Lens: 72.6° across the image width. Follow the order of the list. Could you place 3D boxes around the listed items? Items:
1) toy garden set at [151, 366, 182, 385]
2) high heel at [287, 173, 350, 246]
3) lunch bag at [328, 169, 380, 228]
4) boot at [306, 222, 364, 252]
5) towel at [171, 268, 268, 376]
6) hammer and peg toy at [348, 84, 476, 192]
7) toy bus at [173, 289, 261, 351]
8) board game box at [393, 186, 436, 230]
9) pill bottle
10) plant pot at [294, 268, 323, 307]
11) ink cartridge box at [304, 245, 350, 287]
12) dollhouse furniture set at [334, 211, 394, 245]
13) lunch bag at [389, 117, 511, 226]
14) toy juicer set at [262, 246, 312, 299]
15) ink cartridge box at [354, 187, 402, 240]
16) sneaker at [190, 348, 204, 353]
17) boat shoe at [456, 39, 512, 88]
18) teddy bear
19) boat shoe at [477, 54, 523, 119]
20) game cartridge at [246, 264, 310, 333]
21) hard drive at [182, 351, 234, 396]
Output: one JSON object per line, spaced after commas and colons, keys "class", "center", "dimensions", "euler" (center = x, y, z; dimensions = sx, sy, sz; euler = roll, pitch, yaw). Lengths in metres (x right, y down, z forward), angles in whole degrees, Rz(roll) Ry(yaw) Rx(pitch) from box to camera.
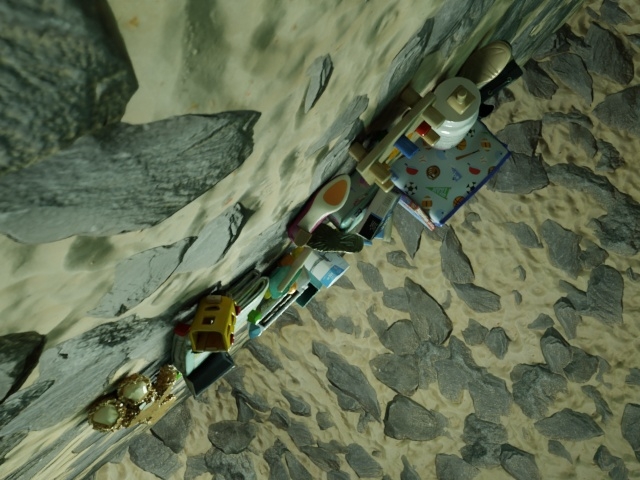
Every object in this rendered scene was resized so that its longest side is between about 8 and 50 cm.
{"class": "toy garden set", "center": [-0.587, 0.521, 1.517], "dimensions": [0.204, 0.049, 0.244], "euler": [-44, 174, -24]}
{"class": "high heel", "center": [-0.007, -0.092, 1.231], "dimensions": [0.243, 0.082, 0.117], "euler": [-58, -160, 8]}
{"class": "lunch bag", "center": [0.122, -0.137, 1.477], "dimensions": [0.224, 0.108, 0.279], "euler": [-44, 173, -1]}
{"class": "boot", "center": [0.000, 0.000, 1.522], "dimensions": [0.270, 0.237, 0.089], "euler": [-178, -76, -71]}
{"class": "towel", "center": [-0.319, 0.267, 1.382], "dimensions": [0.321, 0.090, 0.374], "euler": [-39, 172, -33]}
{"class": "hammer and peg toy", "center": [0.237, -0.295, 1.139], "dimensions": [0.361, 0.127, 0.266], "euler": [-46, 171, 9]}
{"class": "toy bus", "center": [-0.266, 0.187, 1.114], "dimensions": [0.191, 0.202, 0.104], "euler": [-32, 136, -34]}
{"class": "board game box", "center": [0.314, -0.150, 1.642], "dimensions": [0.027, 0.281, 0.145], "euler": [-47, 132, 8]}
{"class": "pill bottle", "center": [0.405, -0.396, 1.379], "dimensions": [0.160, 0.160, 0.283], "euler": [-45, 173, 3]}
{"class": "plant pot", "center": [-0.049, 0.140, 1.939], "dimensions": [0.234, 0.166, 0.165], "euler": [-47, 177, -47]}
{"class": "ink cartridge box", "center": [0.007, 0.083, 1.769], "dimensions": [0.082, 0.191, 0.140], "euler": [-50, 172, 27]}
{"class": "dollhouse furniture set", "center": [0.145, -0.132, 1.796], "dimensions": [0.304, 0.198, 0.285], "euler": [8, 90, -52]}
{"class": "lunch bag", "center": [0.462, -0.293, 1.627], "dimensions": [0.385, 0.328, 0.239], "euler": [-47, 178, 7]}
{"class": "toy juicer set", "center": [-0.091, 0.108, 1.435], "dimensions": [0.209, 0.089, 0.329], "euler": [-49, -169, -18]}
{"class": "ink cartridge box", "center": [0.206, -0.100, 1.466], "dimensions": [0.165, 0.065, 0.333], "euler": [-62, 172, 15]}
{"class": "sneaker", "center": [-0.291, 0.265, 1.127], "dimensions": [0.098, 0.038, 0.069], "euler": [-36, -175, 2]}
{"class": "boat shoe", "center": [0.508, -0.543, 1.394], "dimensions": [0.092, 0.103, 0.285], "euler": [-47, 179, -24]}
{"class": "teddy bear", "center": [-0.535, 0.453, 1.249], "dimensions": [0.245, 0.113, 0.338], "euler": [-51, 166, -3]}
{"class": "boat shoe", "center": [0.582, -0.523, 1.705], "dimensions": [0.187, 0.156, 0.500], "euler": [-42, 174, -34]}
{"class": "game cartridge", "center": [-0.167, 0.196, 1.607], "dimensions": [0.297, 0.062, 0.198], "euler": [-46, -149, 8]}
{"class": "hard drive", "center": [-0.406, 0.427, 1.516], "dimensions": [0.172, 0.054, 0.255], "euler": [-37, -159, -18]}
